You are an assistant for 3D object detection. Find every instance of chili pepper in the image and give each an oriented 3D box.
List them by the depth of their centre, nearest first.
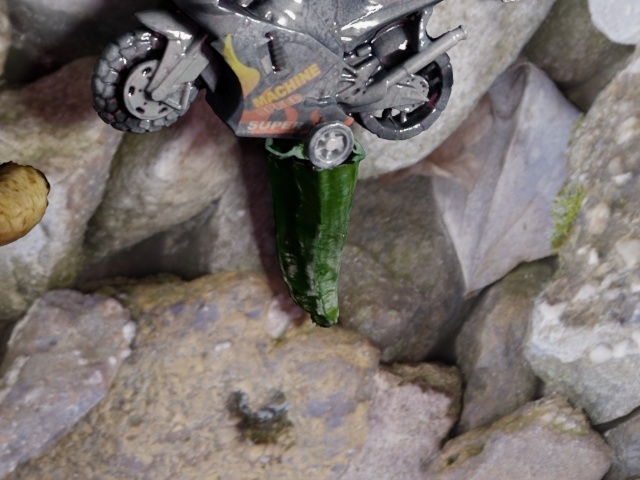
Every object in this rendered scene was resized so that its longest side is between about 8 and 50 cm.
[{"bbox_3d":[0.000,0.000,1.184,0.059,0.088,0.227,-47,148,-35],"label":"chili pepper"}]

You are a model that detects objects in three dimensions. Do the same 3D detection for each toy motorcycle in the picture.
[{"bbox_3d":[-0.020,-0.154,1.031,0.307,0.108,0.173,-3,121,-29],"label":"toy motorcycle"}]

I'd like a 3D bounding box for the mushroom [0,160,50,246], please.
[{"bbox_3d":[-0.268,-0.064,0.880,0.301,0.233,0.208,13,127,-33],"label":"mushroom"}]
